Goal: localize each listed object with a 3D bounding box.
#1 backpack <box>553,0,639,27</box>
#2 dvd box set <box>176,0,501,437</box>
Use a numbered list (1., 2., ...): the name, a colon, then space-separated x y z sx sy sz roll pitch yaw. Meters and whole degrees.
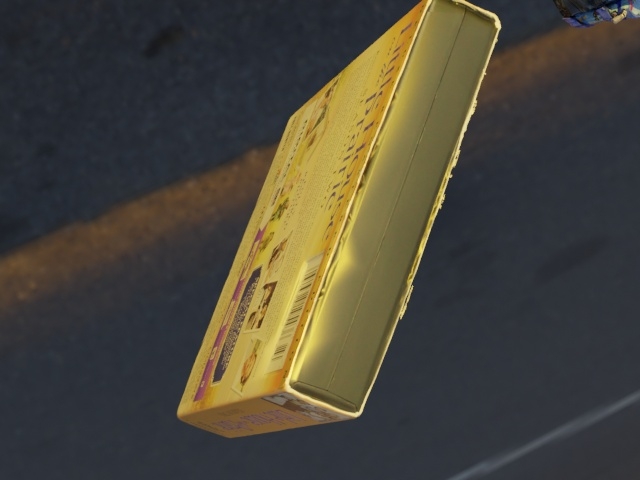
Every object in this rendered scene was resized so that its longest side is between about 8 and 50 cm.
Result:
1. backpack: 0.316 -0.296 1.713 0.158 0.117 0.173 -47 -158 -29
2. dvd box set: 0.000 0.000 1.362 0.062 0.308 0.420 23 166 -11
